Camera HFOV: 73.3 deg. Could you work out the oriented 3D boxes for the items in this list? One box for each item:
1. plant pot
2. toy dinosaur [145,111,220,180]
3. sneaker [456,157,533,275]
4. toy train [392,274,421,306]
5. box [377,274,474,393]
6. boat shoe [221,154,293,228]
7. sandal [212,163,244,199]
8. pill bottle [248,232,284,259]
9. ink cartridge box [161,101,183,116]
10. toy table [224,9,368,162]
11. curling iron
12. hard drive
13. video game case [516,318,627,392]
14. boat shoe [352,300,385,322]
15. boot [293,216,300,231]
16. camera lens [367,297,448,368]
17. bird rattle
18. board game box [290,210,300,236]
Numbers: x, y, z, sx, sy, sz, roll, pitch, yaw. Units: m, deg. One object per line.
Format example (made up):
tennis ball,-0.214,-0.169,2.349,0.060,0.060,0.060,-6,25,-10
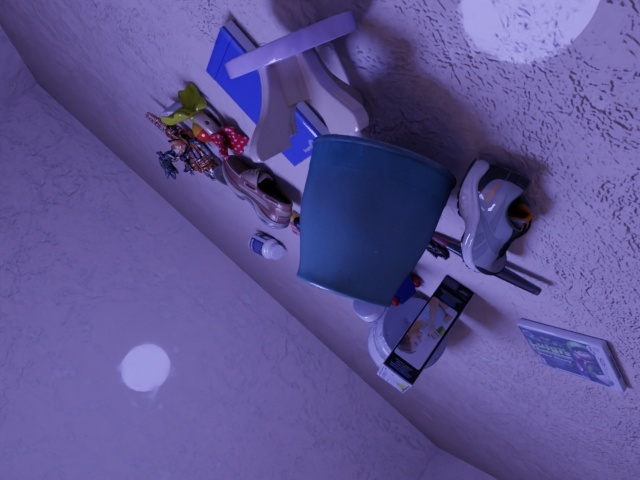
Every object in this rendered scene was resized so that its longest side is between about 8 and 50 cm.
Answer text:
plant pot,0.078,-0.023,0.795,0.272,0.255,0.271,18,179,0
toy dinosaur,-0.506,-0.350,1.612,0.218,0.164,0.321,-21,99,53
sneaker,0.309,-0.019,0.751,0.108,0.100,0.271,21,153,35
toy train,0.179,0.064,1.210,0.143,0.105,0.248,41,167,47
box,0.270,0.247,1.122,0.087,0.290,0.169,36,160,17
boat shoe,-0.195,-0.180,1.393,0.324,0.123,0.116,45,130,17
sandal,-0.318,-0.213,1.587,0.180,0.072,0.049,46,173,-34
pill bottle,-0.244,0.030,1.955,0.169,0.094,0.094,23,154,44
ink cartridge box,-0.476,-0.431,1.423,0.115,0.063,0.029,18,148,50
toy table,-0.036,-0.253,0.715,0.274,0.252,0.160,25,141,58
curling iron,0.341,0.048,0.932,0.274,0.035,0.068,26,160,40
hard drive,-0.125,-0.323,1.007,0.318,0.040,0.210,46,161,-14
video game case,0.568,0.259,0.981,0.173,0.022,0.190,51,159,-26
boat shoe,0.139,0.171,1.212,0.088,0.096,0.267,54,-179,-16
boot,-0.023,-0.045,1.399,0.121,0.045,0.099,47,144,-6
camera lens,0.272,0.312,1.374,0.219,0.219,0.274,37,161,13
bird rattle,-0.341,-0.351,1.323,0.254,0.143,0.207,33,176,-16
board game box,0.000,0.000,1.506,0.260,0.039,0.124,32,160,17
